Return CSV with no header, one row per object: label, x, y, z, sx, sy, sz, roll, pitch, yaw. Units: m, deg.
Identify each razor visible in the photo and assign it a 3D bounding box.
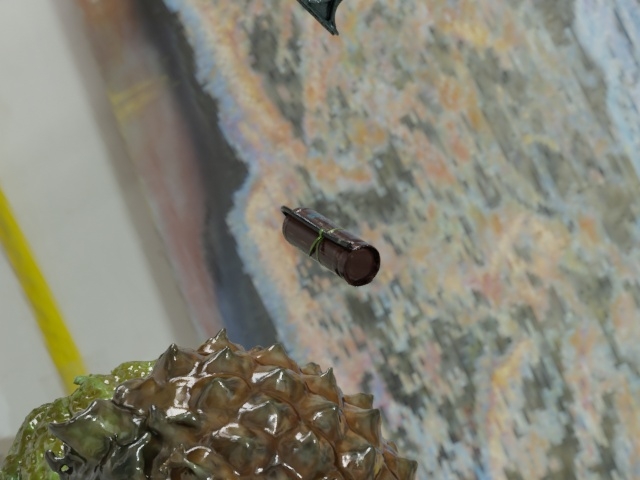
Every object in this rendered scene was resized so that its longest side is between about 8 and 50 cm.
razor,0.066,-0.260,1.253,0.066,0.190,0.033,38,46,-37

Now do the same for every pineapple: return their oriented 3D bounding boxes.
pineapple,-0.052,0.122,0.629,0.193,0.166,0.166,34,34,-35

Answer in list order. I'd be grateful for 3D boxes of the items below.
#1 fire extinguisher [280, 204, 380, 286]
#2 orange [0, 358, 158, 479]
fire extinguisher,0.000,0.000,1.095,0.056,0.039,0.132,48,-8,-36
orange,-0.177,0.224,1.217,0.223,0.300,0.301,63,16,11
